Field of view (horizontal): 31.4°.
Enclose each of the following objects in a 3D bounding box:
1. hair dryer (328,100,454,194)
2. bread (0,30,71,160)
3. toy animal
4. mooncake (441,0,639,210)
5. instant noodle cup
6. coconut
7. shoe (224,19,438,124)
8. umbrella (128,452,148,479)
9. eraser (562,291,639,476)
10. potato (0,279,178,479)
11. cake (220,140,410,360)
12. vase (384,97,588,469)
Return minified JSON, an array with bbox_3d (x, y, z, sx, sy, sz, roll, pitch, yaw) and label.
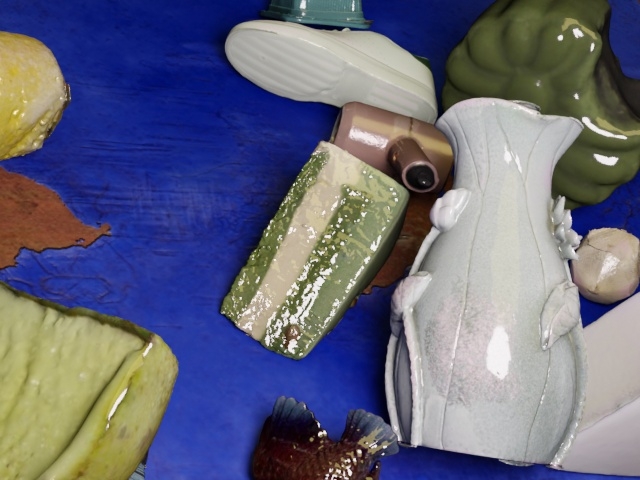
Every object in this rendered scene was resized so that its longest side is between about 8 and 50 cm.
[{"bbox_3d":[0.116,-0.122,1.649,0.189,0.107,0.344,17,10,-6],"label":"hair dryer"},{"bbox_3d":[-0.449,-0.186,1.527,0.170,0.197,0.197,-8,51,-42],"label":"bread"},{"bbox_3d":[0.000,0.280,1.304,0.218,0.116,0.179,44,46,12],"label":"toy animal"},{"bbox_3d":[0.349,-0.216,1.771,0.351,0.351,0.187,33,48,10],"label":"mooncake"},{"bbox_3d":[-0.008,-0.403,1.935,0.157,0.070,0.179,-1,15,-22],"label":"instant noodle cup"},{"bbox_3d":[0.431,0.041,1.717,0.110,0.110,0.124,30,40,7],"label":"coconut"},{"bbox_3d":[0.028,-0.301,1.871,0.363,0.132,0.160,20,44,-9],"label":"shoe"},{"bbox_3d":[-0.225,0.298,1.241,0.053,0.052,0.250,-10,44,15],"label":"umbrella"},{"bbox_3d":[0.465,0.170,1.466,0.331,0.331,0.150,8,45,-16],"label":"eraser"},{"bbox_3d":[-0.304,0.216,1.201,0.330,0.213,0.280,12,62,35],"label":"potato"},{"bbox_3d":[-0.003,0.004,1.533,0.158,0.172,0.283,30,46,10],"label":"cake"},{"bbox_3d":[0.214,0.048,1.412,0.249,0.250,0.446,9,82,-15],"label":"vase"}]
